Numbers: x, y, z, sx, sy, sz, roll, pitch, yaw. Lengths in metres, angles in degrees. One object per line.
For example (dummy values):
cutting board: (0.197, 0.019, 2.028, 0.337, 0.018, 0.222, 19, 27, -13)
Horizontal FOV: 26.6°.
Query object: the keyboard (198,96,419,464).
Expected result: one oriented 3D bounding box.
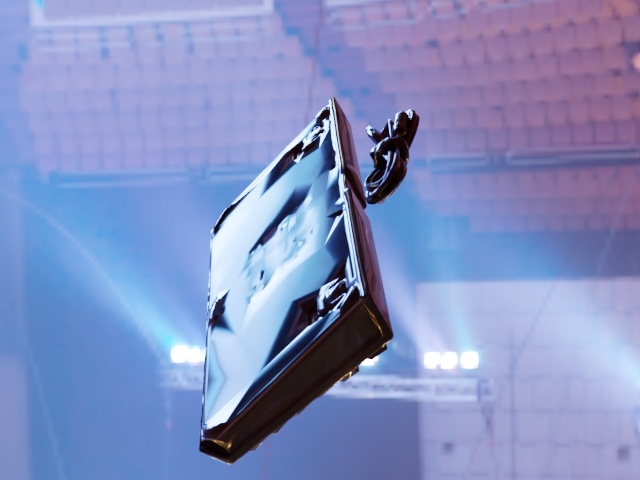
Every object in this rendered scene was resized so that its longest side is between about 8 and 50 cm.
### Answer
keyboard: (0.000, 0.000, 0.489, 0.023, 0.108, 0.180, 39, -163, -20)
